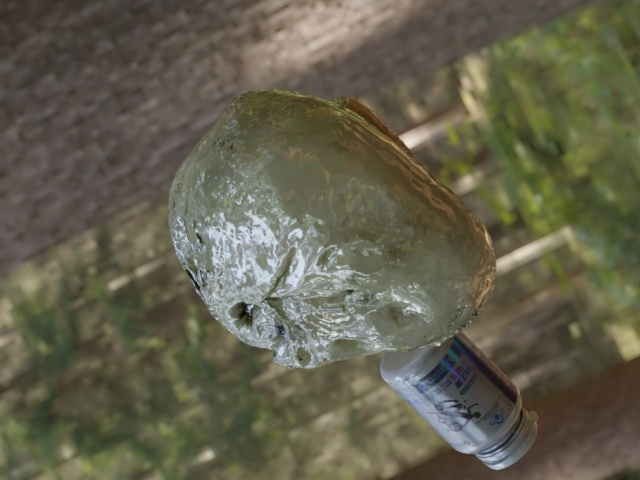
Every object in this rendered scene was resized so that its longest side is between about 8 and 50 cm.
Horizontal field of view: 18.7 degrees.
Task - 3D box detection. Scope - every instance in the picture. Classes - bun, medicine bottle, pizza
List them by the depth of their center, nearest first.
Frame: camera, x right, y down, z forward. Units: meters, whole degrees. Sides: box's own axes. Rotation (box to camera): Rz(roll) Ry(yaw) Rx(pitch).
[{"bbox_3d":[0.000,0.000,2.001,0.362,0.234,0.326,21,154,31],"label":"bun"},{"bbox_3d":[0.168,0.183,2.306,0.191,0.107,0.107,45,-162,-21],"label":"medicine bottle"},{"bbox_3d":[0.055,-0.096,2.361,0.188,0.062,0.199,51,152,-16],"label":"pizza"}]
